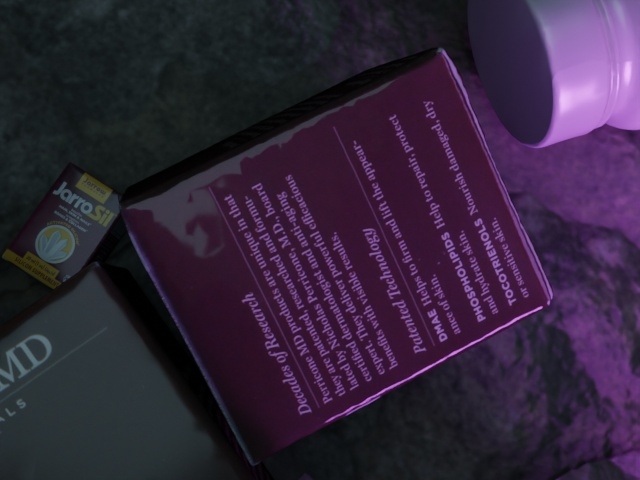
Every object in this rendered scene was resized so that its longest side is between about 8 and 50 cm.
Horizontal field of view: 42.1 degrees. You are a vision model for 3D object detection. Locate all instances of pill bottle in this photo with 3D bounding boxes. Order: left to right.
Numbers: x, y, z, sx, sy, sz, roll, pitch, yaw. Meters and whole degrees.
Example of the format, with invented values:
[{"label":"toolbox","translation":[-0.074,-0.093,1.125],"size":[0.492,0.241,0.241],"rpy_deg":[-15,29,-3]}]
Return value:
[{"label":"pill bottle","translation":[0.262,-0.174,0.597],"size":[0.283,0.160,0.160],"rpy_deg":[-21,84,-6]}]

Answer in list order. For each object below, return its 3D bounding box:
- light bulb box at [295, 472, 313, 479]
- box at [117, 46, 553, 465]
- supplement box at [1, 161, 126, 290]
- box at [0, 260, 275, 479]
[{"label":"light bulb box","translation":[-0.063,0.312,0.266],"size":[0.361,0.358,0.225],"rpy_deg":[-36,94,-7]},{"label":"box","translation":[0.000,0.000,0.534],"size":[0.203,0.168,0.167],"rpy_deg":[-27,102,-7]},{"label":"supplement box","translation":[-0.179,-0.005,0.602],"size":[0.055,0.043,0.083],"rpy_deg":[32,81,1]},{"label":"box","translation":[-0.098,0.219,0.516],"size":[0.191,0.143,0.381],"rpy_deg":[-36,90,-8]}]
